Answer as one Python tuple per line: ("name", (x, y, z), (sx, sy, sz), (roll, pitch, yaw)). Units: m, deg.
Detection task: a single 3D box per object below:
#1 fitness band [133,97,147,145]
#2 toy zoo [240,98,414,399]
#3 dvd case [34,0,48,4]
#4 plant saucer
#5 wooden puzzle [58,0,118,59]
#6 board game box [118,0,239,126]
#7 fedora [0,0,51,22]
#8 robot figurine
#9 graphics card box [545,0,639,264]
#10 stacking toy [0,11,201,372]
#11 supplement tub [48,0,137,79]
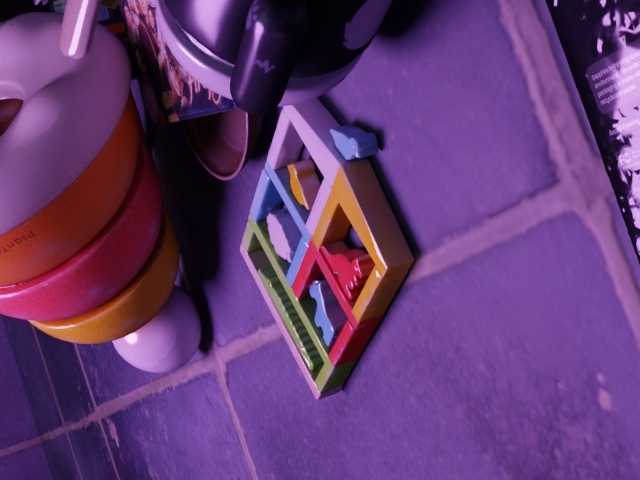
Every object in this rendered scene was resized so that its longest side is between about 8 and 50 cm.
("fitness band", (-0.307, -0.212, 1.437), (0.291, 0.054, 0.209), (47, 147, 44))
("toy zoo", (0.000, 0.000, 0.971), (0.192, 0.030, 0.293), (61, 152, 24))
("dvd case", (-0.350, -0.431, 1.366), (0.164, 0.018, 0.221), (2, 93, 63))
("plant saucer", (-0.105, -0.162, 1.078), (0.198, 0.036, 0.199), (40, 139, 48))
("wooden puzzle", (-0.110, -0.268, 0.719), (0.221, 0.044, 0.239), (119, 169, -46))
("board game box", (-0.129, -0.200, 1.011), (0.243, 0.042, 0.165), (3, 107, 63))
("fedora", (-0.490, -0.318, 1.560), (0.152, 0.334, 0.334), (-25, 82, 33))
("robot figurine", (-0.018, -0.214, 0.726), (0.173, 0.209, 0.278), (48, 147, 12))
("graphics card box", (0.179, -0.181, 0.438), (0.233, 0.094, 0.371), (-28, 79, 63))
("stacking toy", (-0.289, 0.009, 1.241), (0.350, 0.350, 0.480), (44, 168, 45))
("supplement tub", (-0.270, -0.284, 1.253), (0.106, 0.106, 0.198), (9, 114, 62))
